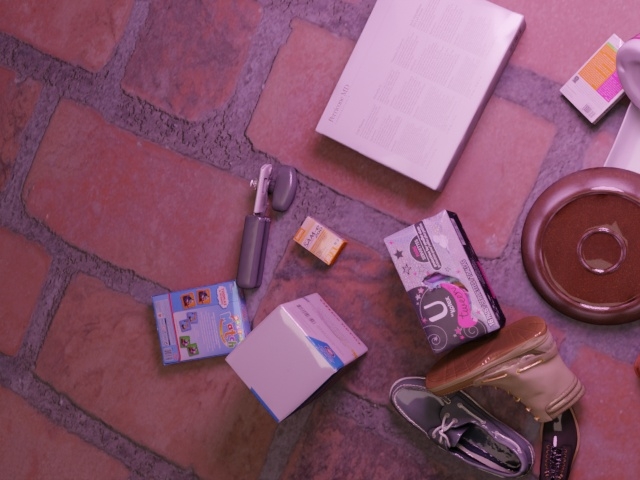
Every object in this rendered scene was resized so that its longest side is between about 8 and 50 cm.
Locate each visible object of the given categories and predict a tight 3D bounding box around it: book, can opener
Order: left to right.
[{"bbox_3d":[-0.122,-0.030,1.863,0.093,0.074,0.280,15,95,16],"label":"can opener"},{"bbox_3d":[0.542,-0.307,1.648,0.144,0.035,0.096,-47,62,22],"label":"book"}]

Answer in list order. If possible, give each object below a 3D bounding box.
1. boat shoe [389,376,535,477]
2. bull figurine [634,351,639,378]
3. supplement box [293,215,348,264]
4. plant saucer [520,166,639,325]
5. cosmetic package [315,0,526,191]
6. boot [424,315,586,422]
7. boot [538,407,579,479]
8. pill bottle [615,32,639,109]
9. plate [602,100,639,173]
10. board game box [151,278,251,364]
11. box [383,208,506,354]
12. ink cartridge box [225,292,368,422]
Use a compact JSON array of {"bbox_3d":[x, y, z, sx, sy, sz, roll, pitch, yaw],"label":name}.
[{"bbox_3d":[0.277,0.372,1.725,0.320,0.099,0.116,29,99,15],"label":"boat shoe"},{"bbox_3d":[0.682,0.147,1.560,0.189,0.101,0.310,20,122,16],"label":"bull figurine"},{"bbox_3d":[0.000,0.000,1.843,0.098,0.036,0.062,35,100,15],"label":"supplement box"},{"bbox_3d":[0.534,0.017,1.638,0.311,0.050,0.310,5,103,22],"label":"plant saucer"},{"bbox_3d":[0.200,-0.327,1.745,0.284,0.097,0.377,29,99,14],"label":"cosmetic package"},{"bbox_3d":[0.355,0.278,1.664,0.262,0.095,0.203,-30,114,17],"label":"boot"},{"bbox_3d":[0.453,0.415,1.649,0.077,0.137,0.197,2,90,18],"label":"boot"},{"bbox_3d":[0.683,-0.348,1.523,0.283,0.160,0.160,-32,80,-6],"label":"pill bottle"},{"bbox_3d":[0.693,-0.164,1.615,0.278,0.045,0.277,22,96,17],"label":"plate"},{"bbox_3d":[-0.264,0.182,1.929,0.212,0.039,0.160,-11,87,18],"label":"board game box"},{"bbox_3d":[0.244,0.081,1.699,0.142,0.163,0.247,-26,82,15],"label":"box"},{"bbox_3d":[-0.042,0.232,1.757,0.168,0.233,0.171,-45,78,15],"label":"ink cartridge box"}]
